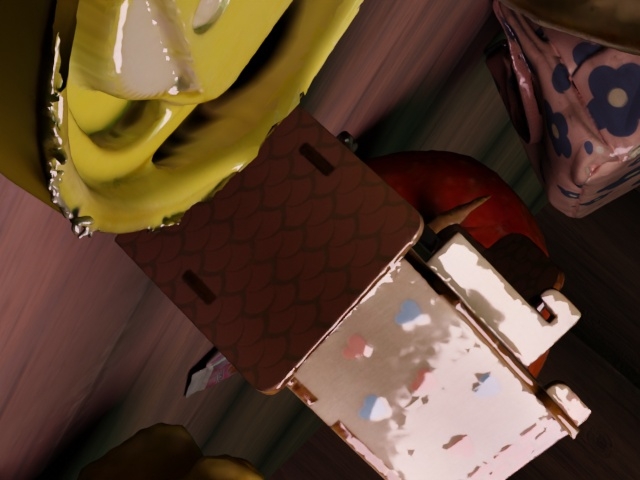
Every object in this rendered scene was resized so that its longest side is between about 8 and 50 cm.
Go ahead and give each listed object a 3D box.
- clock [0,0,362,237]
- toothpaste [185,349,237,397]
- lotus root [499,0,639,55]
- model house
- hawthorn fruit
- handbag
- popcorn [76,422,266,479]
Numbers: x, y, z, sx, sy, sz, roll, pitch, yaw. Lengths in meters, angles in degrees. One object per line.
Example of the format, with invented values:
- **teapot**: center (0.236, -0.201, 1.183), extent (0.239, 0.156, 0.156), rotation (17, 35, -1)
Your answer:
- **clock**: center (-0.035, -0.140, 0.662), extent (0.293, 0.071, 0.277), rotation (-54, 163, -22)
- **toothpaste**: center (-0.025, 0.061, 1.735), extent (0.266, 0.061, 0.096), rotation (-39, 170, -19)
- **lotus root**: center (0.219, -0.238, 0.998), extent (0.250, 0.250, 0.346), rotation (-54, 173, 35)
- **model house**: center (0.000, 0.000, 1.072), extent (0.169, 0.244, 0.326), rotation (-48, -155, 4)
- **hawthorn fruit**: center (0.076, 0.044, 1.532), extent (0.258, 0.258, 0.262), rotation (-50, 153, 6)
- **handbag**: center (0.253, -0.149, 1.609), extent (0.190, 0.193, 0.251), rotation (-34, 171, -2)
- **popcorn**: center (-0.153, 0.286, 1.402), extent (0.326, 0.321, 0.290), rotation (-14, -164, 26)
